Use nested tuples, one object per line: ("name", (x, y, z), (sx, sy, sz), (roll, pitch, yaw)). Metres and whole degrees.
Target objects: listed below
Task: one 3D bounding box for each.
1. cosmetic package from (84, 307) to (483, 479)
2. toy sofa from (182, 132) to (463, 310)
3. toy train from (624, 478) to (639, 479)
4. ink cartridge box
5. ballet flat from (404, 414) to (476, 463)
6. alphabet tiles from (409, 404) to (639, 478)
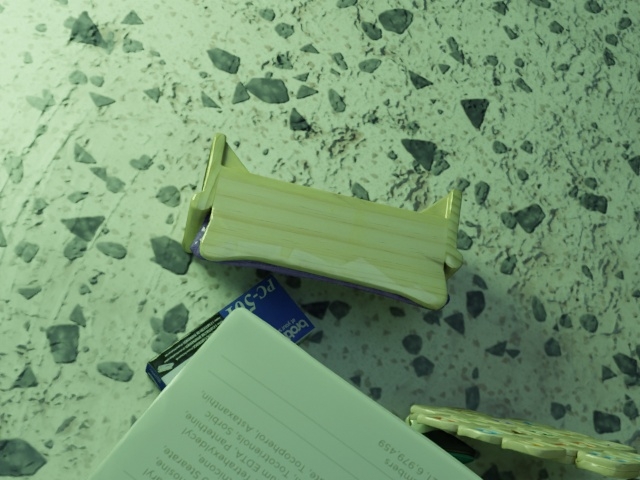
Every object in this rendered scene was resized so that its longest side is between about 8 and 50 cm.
("cosmetic package", (-0.083, 0.355, 0.935), (0.327, 0.329, 0.394), (35, 62, 12))
("toy sofa", (0.000, 0.000, 1.245), (0.362, 0.150, 0.177), (12, 67, -9))
("toy train", (0.288, 0.424, 1.042), (0.190, 0.334, 0.142), (5, 19, -30))
("ink cartridge box", (-0.116, 0.142, 1.206), (0.207, 0.046, 0.097), (-35, 79, -26))
("ballet flat", (0.102, 0.261, 1.193), (0.203, 0.074, 0.074), (-3, 66, -13))
("alphabet tiles", (0.257, 0.243, 1.126), (0.278, 0.284, 0.021), (15, 85, -50))
